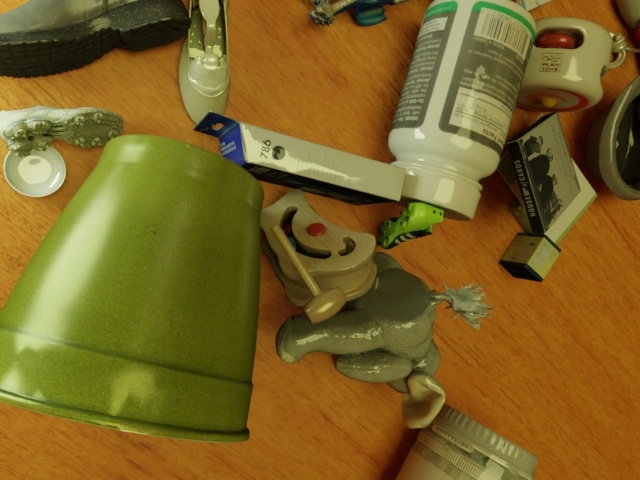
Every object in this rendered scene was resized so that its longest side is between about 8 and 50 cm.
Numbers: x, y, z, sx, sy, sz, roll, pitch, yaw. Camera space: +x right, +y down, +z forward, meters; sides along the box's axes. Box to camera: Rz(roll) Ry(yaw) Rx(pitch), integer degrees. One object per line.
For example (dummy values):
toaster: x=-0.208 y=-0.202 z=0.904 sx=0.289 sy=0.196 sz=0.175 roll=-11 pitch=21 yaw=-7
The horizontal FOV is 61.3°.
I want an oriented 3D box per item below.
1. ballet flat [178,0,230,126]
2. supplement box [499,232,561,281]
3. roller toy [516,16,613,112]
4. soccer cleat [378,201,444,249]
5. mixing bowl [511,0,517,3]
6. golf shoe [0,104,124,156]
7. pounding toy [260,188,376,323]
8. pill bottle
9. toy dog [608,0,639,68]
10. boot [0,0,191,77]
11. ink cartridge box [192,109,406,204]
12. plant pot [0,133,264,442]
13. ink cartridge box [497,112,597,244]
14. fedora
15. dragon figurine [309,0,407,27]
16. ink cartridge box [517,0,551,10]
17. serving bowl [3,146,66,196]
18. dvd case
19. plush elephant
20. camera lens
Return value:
ballet flat: x=-0.184 y=-0.312 z=0.876 sx=0.086 sy=0.086 sz=0.248 roll=-2 pitch=94 yaw=-21
supplement box: x=0.438 y=0.034 z=1.132 sx=0.056 sy=0.083 sz=0.083 roll=39 pitch=80 yaw=-19
roller toy: x=0.456 y=-0.334 z=1.062 sx=0.209 sy=0.191 sz=0.146 roll=11 pitch=89 yaw=-21
soccer cleat: x=0.157 y=-0.020 z=0.970 sx=0.072 sy=0.179 sz=0.060 roll=10 pitch=72 yaw=-13
mixing bowl: x=0.297 y=-0.474 z=1.023 sx=0.098 sy=0.181 sz=0.181 roll=-17 pitch=100 yaw=13
golf shoe: x=-0.389 y=-0.182 z=0.813 sx=0.176 sy=0.086 sz=0.069 roll=-16 pitch=141 yaw=-42
pounding toy: x=0.000 y=0.000 z=0.839 sx=0.154 sy=0.269 sz=0.154 roll=-21 pitch=136 yaw=-14
pill bottle: x=0.240 y=-0.231 z=0.976 sx=0.204 sy=0.204 sz=0.361 roll=17 pitch=89 yaw=-21
toy dog: x=0.790 y=-0.425 z=1.202 sx=0.334 sy=0.161 sz=0.220 roll=34 pitch=81 yaw=-19
boot: x=-0.380 y=-0.381 z=0.797 sx=0.338 sy=0.118 sz=0.222 roll=-20 pitch=91 yaw=-22
ink cartridge box: x=-0.043 y=-0.125 z=0.896 sx=0.333 sy=0.165 sz=0.065 roll=14 pitch=87 yaw=-20
plant pot: x=-0.236 y=0.058 z=0.760 sx=0.367 sy=0.366 sz=0.352 roll=19 pitch=74 yaw=-21
ink cartridge box: x=0.469 y=-0.123 z=1.151 sx=0.171 sy=0.056 sz=0.235 roll=-46 pitch=105 yaw=-13
fedora: x=0.682 y=-0.227 z=1.190 sx=0.244 sy=0.124 sz=0.275 roll=5 pitch=99 yaw=-19
dragon figurine: x=0.104 y=-0.446 z=0.977 sx=0.289 sy=0.144 sz=0.085 roll=-20 pitch=99 yaw=-38
ink cartridge box: x=0.420 y=-0.518 z=1.113 sx=0.122 sy=0.052 sz=0.088 roll=-27 pitch=102 yaw=-16
serving bowl: x=-0.431 y=-0.107 z=0.820 sx=0.083 sy=0.027 sz=0.083 roll=-1 pitch=93 yaw=-22
dvd case: x=0.435 y=-0.136 z=1.040 sx=0.239 sy=0.030 sz=0.179 roll=-32 pitch=105 yaw=-46
plush elephant: x=0.116 y=0.170 z=0.949 sx=0.330 sy=0.271 sz=0.255 roll=4 pitch=133 yaw=10
camera lens: x=0.252 y=0.476 z=1.011 sx=0.219 sy=0.219 sz=0.274 roll=33 pitch=81 yaw=-19
